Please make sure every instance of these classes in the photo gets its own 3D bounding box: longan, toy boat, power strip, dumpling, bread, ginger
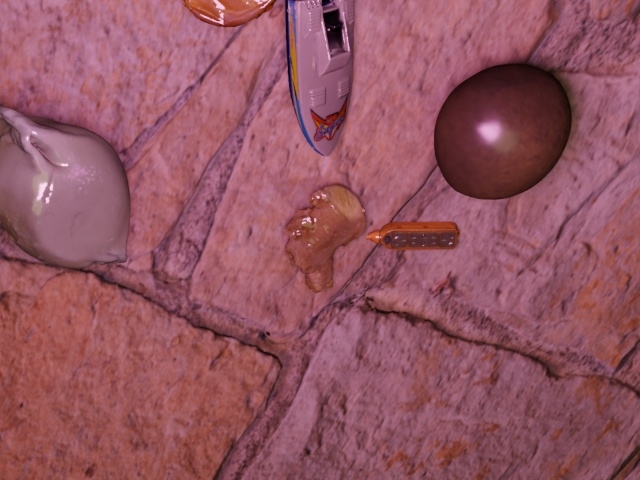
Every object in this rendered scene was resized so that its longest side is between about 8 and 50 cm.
[{"bbox_3d":[0.302,-0.180,1.777,0.246,0.215,0.246,-12,159,-5],"label":"longan"},{"bbox_3d":[0.005,-0.275,1.745,0.129,0.088,0.295,-26,126,-37],"label":"toy boat"},{"bbox_3d":[0.173,-0.007,1.956,0.178,0.028,0.049,0,119,-4],"label":"power strip"},{"bbox_3d":[-0.463,-0.079,1.762,0.270,0.212,0.320,0,108,-2],"label":"dumpling"},{"bbox_3d":[-0.144,-0.443,1.649,0.199,0.104,0.199,0,118,0],"label":"bread"},{"bbox_3d":[-0.004,-0.003,1.922,0.137,0.074,0.213,21,121,-15],"label":"ginger"}]
